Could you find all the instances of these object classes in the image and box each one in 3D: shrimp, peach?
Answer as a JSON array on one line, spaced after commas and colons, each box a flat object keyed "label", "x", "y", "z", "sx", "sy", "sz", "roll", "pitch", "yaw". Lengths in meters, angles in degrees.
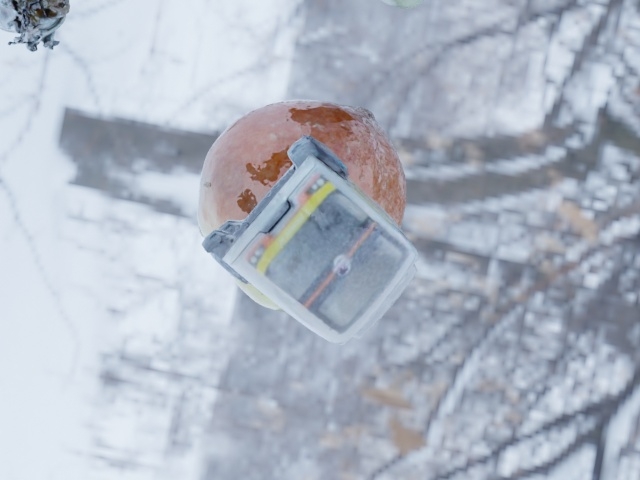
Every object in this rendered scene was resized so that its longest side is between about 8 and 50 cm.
[{"label": "shrimp", "x": -0.244, "y": -0.198, "z": 1.524, "sx": 0.233, "sy": 0.079, "sz": 0.090, "roll": -113, "pitch": -175, "yaw": -71}, {"label": "peach", "x": -0.013, "y": -0.048, "z": 1.849, "sx": 0.232, "sy": 0.232, "sz": 0.232, "roll": 11, "pitch": 90, "yaw": -90}]

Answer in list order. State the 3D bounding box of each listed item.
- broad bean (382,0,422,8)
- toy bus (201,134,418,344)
[{"label": "broad bean", "x": 0.041, "y": -0.321, "z": 1.887, "sx": 0.100, "sy": 0.228, "sz": 0.169, "roll": -63, "pitch": -172, "yaw": 2}, {"label": "toy bus", "x": 0.000, "y": 0.000, "z": 1.097, "sx": 0.092, "sy": 0.106, "sz": 0.268, "roll": -50, "pitch": -178, "yaw": 2}]
